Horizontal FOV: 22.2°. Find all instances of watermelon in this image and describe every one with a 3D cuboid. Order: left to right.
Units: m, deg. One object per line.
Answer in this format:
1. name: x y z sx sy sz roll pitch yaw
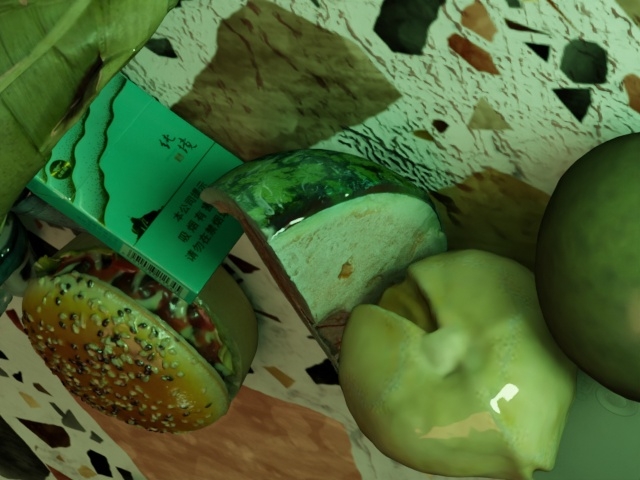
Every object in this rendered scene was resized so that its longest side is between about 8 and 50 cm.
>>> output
1. watermelon: 0.000 0.000 1.573 0.224 0.180 0.305 -2 154 16

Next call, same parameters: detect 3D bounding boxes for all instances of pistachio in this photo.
1. pistachio: 0.134 0.122 1.514 0.230 0.230 0.309 35 179 0

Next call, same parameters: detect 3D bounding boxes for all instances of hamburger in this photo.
1. hamburger: -0.221 0.111 1.937 0.300 0.176 0.300 23 146 17

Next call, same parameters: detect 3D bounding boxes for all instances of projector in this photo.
1. projector: 0.325 0.186 1.610 0.192 0.099 0.257 29 146 12

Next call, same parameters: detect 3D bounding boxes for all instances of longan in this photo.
1. longan: 0.282 0.025 1.348 0.248 0.248 0.248 24 145 18

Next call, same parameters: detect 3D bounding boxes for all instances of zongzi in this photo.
1. zongzi: -0.247 -0.134 1.550 0.500 0.218 0.467 -19 136 9

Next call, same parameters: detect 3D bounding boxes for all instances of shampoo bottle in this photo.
1. shampoo bottle: -0.231 -0.031 1.777 0.233 0.049 0.087 17 154 -37

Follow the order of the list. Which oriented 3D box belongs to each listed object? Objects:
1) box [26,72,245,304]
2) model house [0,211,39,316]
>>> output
1. box: -0.181 -0.060 1.695 0.226 0.161 0.042 36 149 0
2. model house: -0.474 0.070 2.085 0.184 0.253 0.291 39 166 19
